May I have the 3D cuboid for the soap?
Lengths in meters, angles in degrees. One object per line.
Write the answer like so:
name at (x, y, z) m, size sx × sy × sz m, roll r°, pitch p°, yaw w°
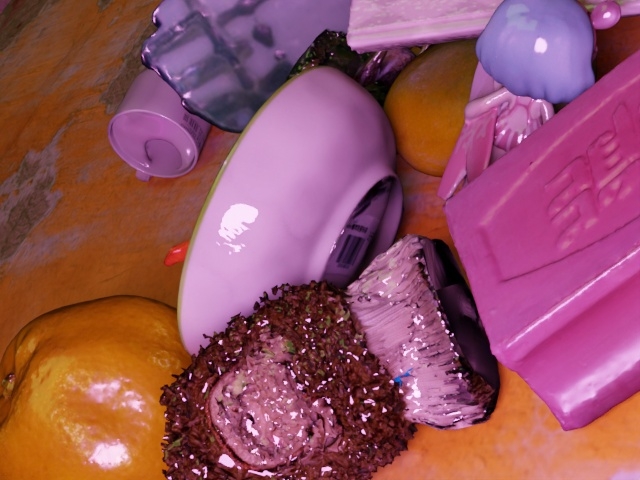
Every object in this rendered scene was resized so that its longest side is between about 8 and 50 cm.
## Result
soap at (0.284, -0.042, 1.144) m, size 0.359 × 0.128 × 0.233 m, roll -39°, pitch 29°, yaw 17°

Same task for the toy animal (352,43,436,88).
toy animal at (0.087, -0.190, 1.556) m, size 0.070 × 0.105 × 0.202 m, roll 23°, pitch 28°, yaw 27°

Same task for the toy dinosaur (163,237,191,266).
toy dinosaur at (-0.069, -0.007, 1.668) m, size 0.288 × 0.070 × 0.117 m, roll -18°, pitch 28°, yaw 24°

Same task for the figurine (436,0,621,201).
figurine at (0.196, -0.101, 1.294) m, size 0.205 × 0.103 × 0.260 m, roll 31°, pitch 119°, yaw 29°

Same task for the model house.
model house at (-0.059, -0.330, 1.914) m, size 0.295 × 0.252 × 0.329 m, roll -39°, pitch 22°, yaw 21°

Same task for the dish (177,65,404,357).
dish at (0.000, 0.000, 1.404) m, size 0.124 × 0.324 × 0.324 m, roll 26°, pitch 72°, yaw 19°

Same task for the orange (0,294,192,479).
orange at (-0.227, 0.185, 1.482) m, size 0.279 × 0.235 × 0.279 m, roll -44°, pitch 23°, yaw 24°

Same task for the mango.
mango at (0.171, -0.138, 1.451) m, size 0.251 × 0.114 × 0.156 m, roll 3°, pitch 57°, yaw 44°

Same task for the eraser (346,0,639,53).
eraser at (0.231, -0.285, 1.395) m, size 0.397 × 0.082 × 0.213 m, roll -4°, pitch 64°, yaw 24°

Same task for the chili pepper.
chili pepper at (0.026, -0.151, 1.677) m, size 0.148 × 0.116 × 0.264 m, roll -44°, pitch 26°, yaw 21°

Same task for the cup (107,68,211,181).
cup at (-0.215, -0.172, 2.063) m, size 0.134 × 0.173 × 0.142 m, roll 3°, pitch 49°, yaw 19°

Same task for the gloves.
gloves at (0.003, 0.136, 1.259) m, size 0.312 × 0.210 × 0.135 m, roll -22°, pitch 6°, yaw 5°
